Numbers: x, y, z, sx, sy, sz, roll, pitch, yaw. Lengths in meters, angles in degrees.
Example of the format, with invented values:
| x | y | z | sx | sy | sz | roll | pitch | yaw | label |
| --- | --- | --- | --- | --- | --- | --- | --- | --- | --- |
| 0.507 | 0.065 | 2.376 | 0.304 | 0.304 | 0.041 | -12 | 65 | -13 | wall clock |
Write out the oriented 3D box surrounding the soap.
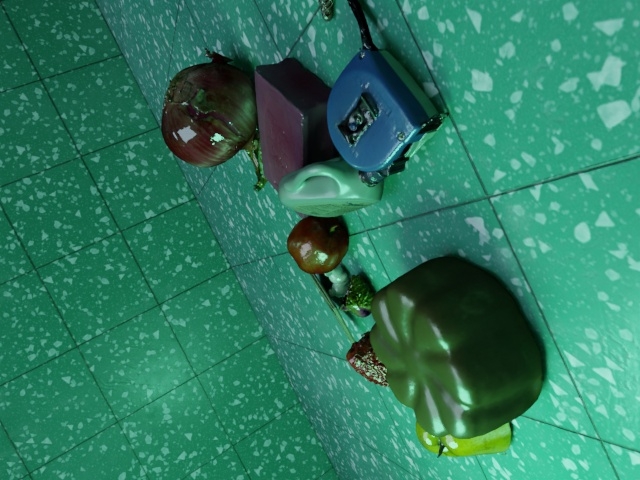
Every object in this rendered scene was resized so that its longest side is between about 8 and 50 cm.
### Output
| x | y | z | sx | sy | sz | roll | pitch | yaw | label |
| --- | --- | --- | --- | --- | --- | --- | --- | --- | --- |
| -0.059 | -0.262 | 1.316 | 0.233 | 0.128 | 0.360 | 49 | 154 | 32 | soap |

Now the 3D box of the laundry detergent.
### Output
| x | y | z | sx | sy | sz | roll | pitch | yaw | label |
| --- | --- | --- | --- | --- | --- | --- | --- | --- | --- |
| 0.043 | -0.130 | 1.130 | 0.280 | 0.214 | 0.105 | -15 | 69 | 60 | laundry detergent |

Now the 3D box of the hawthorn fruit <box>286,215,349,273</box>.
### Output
| x | y | z | sx | sy | sz | roll | pitch | yaw | label |
| --- | --- | --- | --- | --- | --- | --- | --- | --- | --- |
| 0.000 | 0.000 | 1.445 | 0.179 | 0.179 | 0.200 | 56 | 145 | 16 | hawthorn fruit |

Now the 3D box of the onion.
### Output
| x | y | z | sx | sy | sz | roll | pitch | yaw | label |
| --- | --- | --- | --- | --- | --- | --- | --- | --- | --- |
| -0.344 | -0.407 | 1.547 | 0.354 | 0.353 | 0.354 | 49 | 155 | 32 | onion |

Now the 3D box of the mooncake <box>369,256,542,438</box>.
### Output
| x | y | z | sx | sy | sz | roll | pitch | yaw | label |
| --- | --- | --- | --- | --- | --- | --- | --- | --- | --- |
| 0.260 | 0.227 | 1.058 | 0.378 | 0.200 | 0.378 | 47 | 151 | 36 | mooncake |

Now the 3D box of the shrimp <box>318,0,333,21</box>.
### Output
| x | y | z | sx | sy | sz | roll | pitch | yaw | label |
| --- | --- | --- | --- | --- | --- | --- | --- | --- | --- |
| 0.010 | -0.497 | 1.009 | 0.038 | 0.029 | 0.092 | 56 | 154 | 39 | shrimp |

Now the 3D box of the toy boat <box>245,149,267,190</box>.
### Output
| x | y | z | sx | sy | sz | roll | pitch | yaw | label |
| --- | --- | --- | --- | --- | --- | --- | --- | --- | --- |
| -0.240 | -0.287 | 1.752 | 0.089 | 0.088 | 0.230 | 15 | 130 | 64 | toy boat |

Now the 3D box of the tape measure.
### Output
| x | y | z | sx | sy | sz | roll | pitch | yaw | label |
| --- | --- | --- | --- | --- | --- | --- | --- | --- | --- |
| 0.075 | -0.296 | 0.963 | 0.351 | 0.098 | 0.215 | 60 | 142 | 16 | tape measure |

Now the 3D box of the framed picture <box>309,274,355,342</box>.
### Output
| x | y | z | sx | sy | sz | roll | pitch | yaw | label |
| --- | --- | --- | --- | --- | --- | --- | --- | --- | --- |
| 0.021 | 0.198 | 1.705 | 0.293 | 0.018 | 0.231 | 55 | 174 | 46 | framed picture |

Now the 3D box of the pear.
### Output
| x | y | z | sx | sy | sz | roll | pitch | yaw | label |
| --- | --- | --- | --- | --- | --- | --- | --- | --- | --- |
| 0.324 | 0.457 | 1.242 | 0.267 | 0.178 | 0.267 | 51 | 155 | 36 | pear |

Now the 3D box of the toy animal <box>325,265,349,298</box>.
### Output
| x | y | z | sx | sy | sz | roll | pitch | yaw | label |
| --- | --- | --- | --- | --- | --- | --- | --- | --- | --- |
| 0.054 | 0.123 | 1.601 | 0.071 | 0.085 | 0.124 | -122 | 18 | -65 | toy animal |

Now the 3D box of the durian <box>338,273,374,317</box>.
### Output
| x | y | z | sx | sy | sz | roll | pitch | yaw | label |
| --- | --- | --- | --- | --- | --- | --- | --- | --- | --- |
| 0.126 | 0.172 | 1.495 | 0.108 | 0.119 | 0.187 | 21 | 167 | 2 | durian |

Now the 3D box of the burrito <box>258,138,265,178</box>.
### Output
| x | y | z | sx | sy | sz | roll | pitch | yaw | label |
| --- | --- | --- | --- | --- | --- | --- | --- | --- | --- |
| -0.153 | -0.268 | 1.601 | 0.104 | 0.054 | 0.288 | 28 | 154 | 7 | burrito |

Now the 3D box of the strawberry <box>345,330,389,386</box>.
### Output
| x | y | z | sx | sy | sz | roll | pitch | yaw | label |
| --- | --- | --- | --- | --- | --- | --- | --- | --- | --- |
| 0.173 | 0.337 | 1.424 | 0.187 | 0.201 | 0.184 | -112 | 30 | -45 | strawberry |
